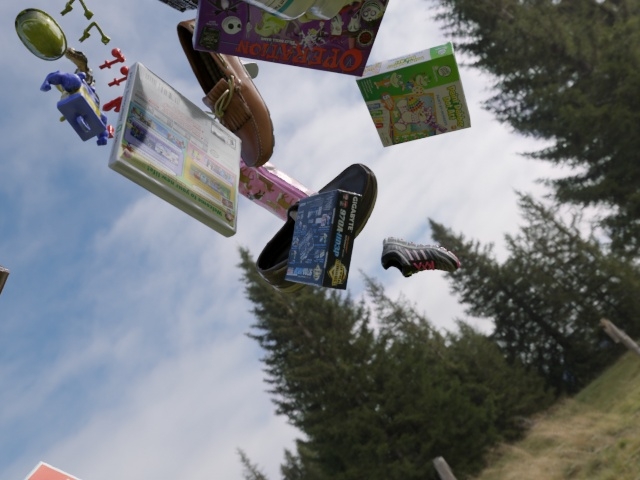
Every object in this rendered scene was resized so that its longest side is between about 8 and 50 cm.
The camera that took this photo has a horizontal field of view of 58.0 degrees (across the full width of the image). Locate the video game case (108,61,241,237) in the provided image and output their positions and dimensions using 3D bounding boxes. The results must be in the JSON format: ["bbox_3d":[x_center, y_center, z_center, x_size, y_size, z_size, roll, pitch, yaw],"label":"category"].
[{"bbox_3d":[-0.199,-0.129,0.840,0.023,0.193,0.212,-25,-40,29],"label":"video game case"}]

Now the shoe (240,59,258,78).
[{"bbox_3d":[-0.256,-0.473,1.594,0.178,0.081,0.063,-22,-56,-53],"label":"shoe"}]

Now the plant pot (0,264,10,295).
[{"bbox_3d":[-0.903,0.129,1.492,0.165,0.167,0.167,-67,-24,-7],"label":"plant pot"}]

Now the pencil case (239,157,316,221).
[{"bbox_3d":[-0.110,-0.144,1.891,0.167,0.386,0.160,-59,-3,28],"label":"pencil case"}]

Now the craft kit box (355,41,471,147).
[{"bbox_3d":[0.245,-0.367,1.497,0.247,0.060,0.249,-13,-39,18],"label":"craft kit box"}]

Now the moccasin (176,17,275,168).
[{"bbox_3d":[-0.226,-0.348,1.369,0.139,0.379,0.147,-15,8,45],"label":"moccasin"}]

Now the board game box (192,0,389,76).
[{"bbox_3d":[-0.051,-0.433,1.085,0.347,0.056,0.208,3,-42,-20],"label":"board game box"}]

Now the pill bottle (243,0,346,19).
[{"bbox_3d":[-0.083,-0.405,0.804,0.264,0.146,0.146,14,-53,-32],"label":"pill bottle"}]

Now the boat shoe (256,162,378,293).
[{"bbox_3d":[-0.008,-0.030,1.302,0.355,0.132,0.130,-52,-34,5],"label":"boat shoe"}]

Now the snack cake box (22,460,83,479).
[{"bbox_3d":[-0.572,0.580,1.137,0.264,0.152,0.089,-62,-6,-70],"label":"snack cake box"}]

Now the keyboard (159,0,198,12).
[{"bbox_3d":[-0.327,-0.570,1.350,0.108,0.023,0.180,-13,5,16],"label":"keyboard"}]

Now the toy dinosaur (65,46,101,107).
[{"bbox_3d":[-0.650,-0.404,1.585,0.268,0.064,0.118,109,179,-66],"label":"toy dinosaur"}]

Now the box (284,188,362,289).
[{"bbox_3d":[0.000,0.000,1.106,0.051,0.175,0.220,12,-5,-20],"label":"box"}]

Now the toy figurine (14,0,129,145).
[{"bbox_3d":[-0.549,-0.351,1.355,0.191,0.217,0.362,-20,-43,1],"label":"toy figurine"}]

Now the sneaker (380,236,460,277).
[{"bbox_3d":[0.200,0.047,1.199,0.063,0.171,0.074,71,-141,-55],"label":"sneaker"}]
